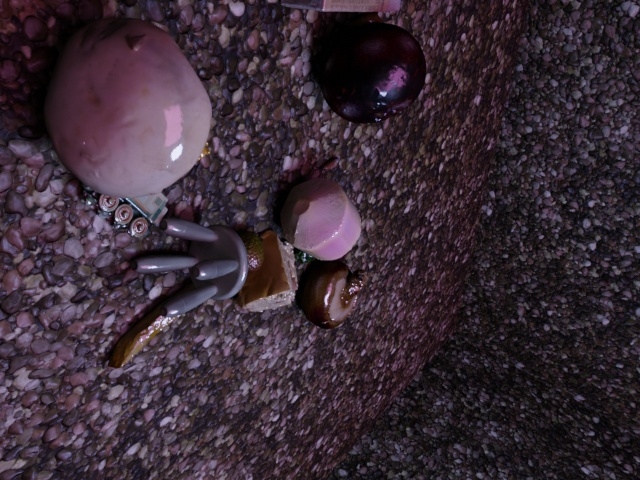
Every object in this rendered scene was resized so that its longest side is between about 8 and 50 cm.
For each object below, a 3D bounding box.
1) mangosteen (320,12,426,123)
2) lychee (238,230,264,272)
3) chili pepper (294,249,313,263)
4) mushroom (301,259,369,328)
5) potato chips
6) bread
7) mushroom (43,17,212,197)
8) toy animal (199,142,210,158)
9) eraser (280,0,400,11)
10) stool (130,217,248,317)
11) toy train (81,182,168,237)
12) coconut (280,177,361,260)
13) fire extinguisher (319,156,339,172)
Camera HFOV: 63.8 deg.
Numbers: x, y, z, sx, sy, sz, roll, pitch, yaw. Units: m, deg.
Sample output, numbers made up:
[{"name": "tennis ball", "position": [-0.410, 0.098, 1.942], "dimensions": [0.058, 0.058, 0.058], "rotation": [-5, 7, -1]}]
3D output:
[{"name": "mangosteen", "position": [0.140, -0.474, 1.426], "dimensions": [0.297, 0.297, 0.293], "rotation": [-36, 119, -36]}, {"name": "lychee", "position": [-0.215, 0.043, 1.466], "dimensions": [0.114, 0.114, 0.146], "rotation": [52, 50, -56]}, {"name": "chili pepper", "position": [0.002, 0.001, 1.795], "dimensions": [0.224, 0.061, 0.098], "rotation": [-36, 133, -33]}, {"name": "mushroom", "position": [0.046, 0.192, 1.916], "dimensions": [0.278, 0.163, 0.297], "rotation": [-45, 145, -11]}, {"name": "potato chips", "position": [-0.391, 0.188, 1.371], "dimensions": [0.407, 0.057, 0.080], "rotation": [-39, 138, -33]}, {"name": "bread", "position": [-0.185, 0.111, 1.595], "dimensions": [0.211, 0.223, 0.183], "rotation": [-19, 154, 9]}, {"name": "mushroom", "position": [-0.324, -0.241, 0.974], "dimensions": [0.336, 0.315, 0.314], "rotation": [-38, 146, -68]}, {"name": "toy animal", "position": [-0.336, -0.194, 1.166], "dimensions": [0.159, 0.083, 0.070], "rotation": [-40, 170, -14]}, {"name": "eraser", "position": [0.064, -0.634, 1.321], "dimensions": [0.343, 0.144, 0.078], "rotation": [-26, 132, -45]}, {"name": "stool", "position": [-0.307, 0.056, 1.247], "dimensions": [0.195, 0.195, 0.199], "rotation": [-46, 159, 22]}, {"name": "toy train", "position": [-0.420, -0.091, 1.105], "dimensions": [0.125, 0.081, 0.194], "rotation": [-62, 148, -21]}, {"name": "coconut", "position": [-0.006, -0.070, 1.590], "dimensions": [0.233, 0.233, 0.245], "rotation": [-59, 149, -6]}, {"name": "fire extinguisher", "position": [0.028, -0.246, 1.681], "dimensions": [0.083, 0.022, 0.028], "rotation": [-38, 172, -33]}]
